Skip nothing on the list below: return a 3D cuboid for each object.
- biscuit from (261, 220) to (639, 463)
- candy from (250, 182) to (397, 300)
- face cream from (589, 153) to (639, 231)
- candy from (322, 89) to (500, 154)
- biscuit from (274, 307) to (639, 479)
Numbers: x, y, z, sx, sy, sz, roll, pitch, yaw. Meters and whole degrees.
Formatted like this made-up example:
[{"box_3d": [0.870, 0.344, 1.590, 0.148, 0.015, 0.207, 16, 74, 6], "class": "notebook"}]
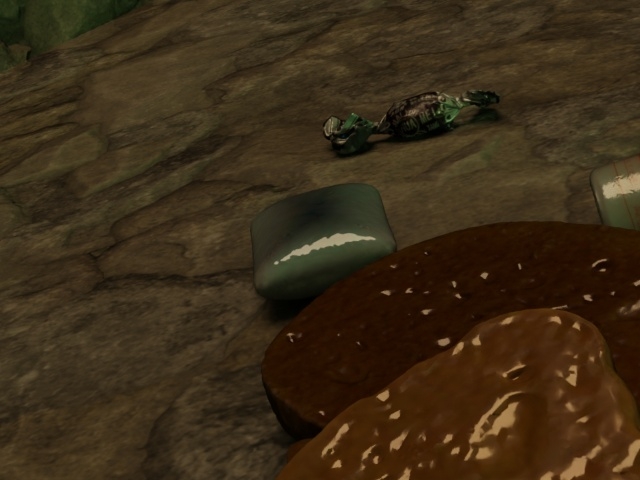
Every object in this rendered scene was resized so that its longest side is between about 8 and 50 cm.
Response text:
[{"box_3d": [0.127, 0.099, 0.878, 0.350, 0.070, 0.394, -32, 27, -24], "class": "biscuit"}, {"box_3d": [0.000, 0.000, 1.197, 0.138, 0.071, 0.174, -16, 20, 2], "class": "candy"}, {"box_3d": [0.351, -0.048, 0.994, 0.252, 0.101, 0.101, -18, 21, 15], "class": "face cream"}, {"box_3d": [0.112, -0.157, 1.529, 0.226, 0.051, 0.094, -11, 19, 13], "class": "candy"}, {"box_3d": [0.085, 0.183, 0.633, 0.312, 0.057, 0.351, 15, 52, 42], "class": "biscuit"}]
